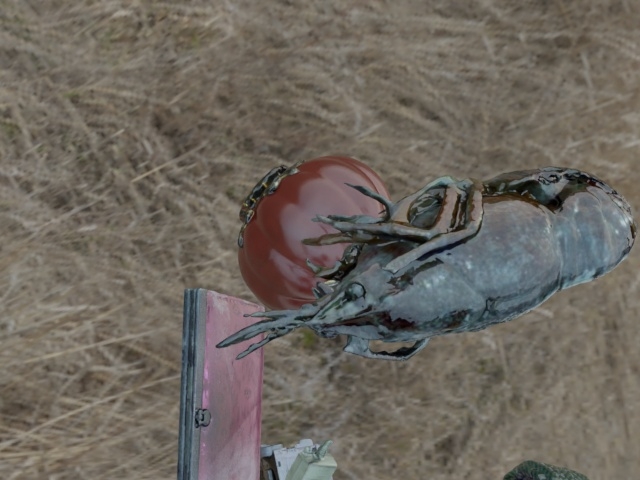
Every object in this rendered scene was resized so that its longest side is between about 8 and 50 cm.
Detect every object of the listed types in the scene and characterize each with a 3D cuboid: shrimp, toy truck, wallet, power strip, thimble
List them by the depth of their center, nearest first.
[{"bbox_3d":[0.087,0.034,0.954,0.372,0.172,0.137,-12,47,-12],"label":"shrimp"},{"bbox_3d":[-0.090,0.166,1.077,0.119,0.025,0.232,22,66,-60],"label":"wallet"},{"bbox_3d":[0.271,0.329,1.395,0.090,0.118,0.135,21,27,-24],"label":"thimble"},{"bbox_3d":[-0.031,0.317,1.425,0.048,0.030,0.191,11,116,-40],"label":"power strip"},{"bbox_3d":[-0.050,0.375,1.872,0.124,0.253,0.114,-10,79,-15],"label":"toy truck"}]

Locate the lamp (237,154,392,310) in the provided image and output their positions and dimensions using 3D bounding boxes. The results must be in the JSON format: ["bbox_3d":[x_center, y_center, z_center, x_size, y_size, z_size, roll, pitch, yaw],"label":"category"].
[{"bbox_3d":[0.000,0.000,1.509,0.227,0.227,0.226,12,70,-37],"label":"lamp"}]
